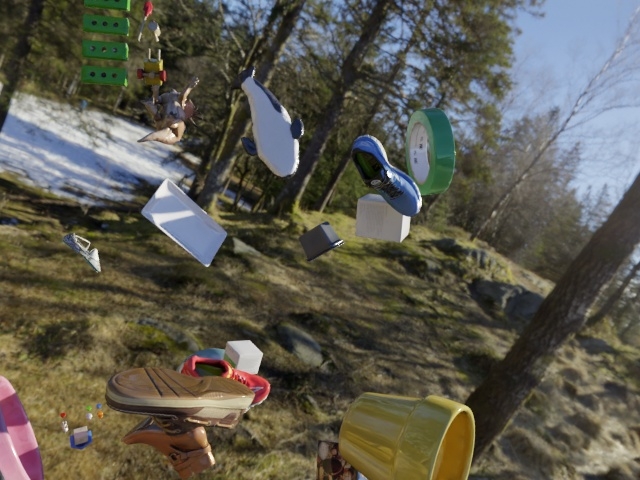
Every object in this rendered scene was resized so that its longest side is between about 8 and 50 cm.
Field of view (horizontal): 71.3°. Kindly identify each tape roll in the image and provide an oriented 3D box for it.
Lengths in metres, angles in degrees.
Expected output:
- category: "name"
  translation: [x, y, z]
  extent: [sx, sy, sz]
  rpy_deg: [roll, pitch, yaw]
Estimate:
- category: "tape roll"
  translation: [0.409, -0.335, 1.694]
  extent: [0.077, 0.321, 0.321]
  rpy_deg: [-7, 15, -6]

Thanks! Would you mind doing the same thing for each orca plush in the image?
- category: "orca plush"
  translation: [-0.134, -0.275, 1.112]
  extent: [0.287, 0.151, 0.102]
  rpy_deg: [51, -2, 6]

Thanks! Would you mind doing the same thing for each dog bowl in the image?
- category: "dog bowl"
  translation: [-0.875, 0.546, 1.183]
  extent: [0.150, 0.408, 0.408]
  rpy_deg: [-21, 37, -30]

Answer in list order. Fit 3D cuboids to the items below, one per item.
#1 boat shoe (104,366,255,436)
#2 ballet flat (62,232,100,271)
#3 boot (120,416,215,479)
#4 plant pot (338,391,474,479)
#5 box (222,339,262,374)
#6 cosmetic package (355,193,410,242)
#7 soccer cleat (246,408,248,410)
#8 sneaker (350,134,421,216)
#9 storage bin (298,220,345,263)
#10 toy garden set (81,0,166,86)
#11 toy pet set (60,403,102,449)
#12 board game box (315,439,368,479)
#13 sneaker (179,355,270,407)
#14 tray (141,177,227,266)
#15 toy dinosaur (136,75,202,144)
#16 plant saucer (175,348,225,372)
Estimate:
- category: "boat shoe"
  translation: [-0.286, 0.347, 0.915]
  extent: [0.123, 0.123, 0.342]
  rpy_deg: [23, -3, 38]
- category: "ballet flat"
  translation: [-0.558, 0.026, 1.063]
  extent: [0.114, 0.041, 0.041]
  rpy_deg: [53, -3, -25]
- category: "boot"
  translation: [-0.497, 0.678, 1.465]
  extent: [0.109, 0.283, 0.220]
  rpy_deg: [-64, 130, -80]
- category: "plant pot"
  translation: [0.183, 0.455, 0.990]
  extent: [0.239, 0.254, 0.254]
  rpy_deg: [9, -5, 39]
- category: "box"
  translation: [-0.284, 0.426, 1.617]
  extent: [0.102, 0.087, 0.101]
  rpy_deg: [8, 14, -41]
- category: "cosmetic package"
  translation: [0.249, -0.092, 1.751]
  extent: [0.184, 0.151, 0.151]
  rpy_deg: [10, 17, 21]
- category: "soccer cleat"
  translation: [-0.255, 0.565, 1.508]
  extent: [0.029, 0.035, 0.083]
  rpy_deg: [32, 12, 12]
- category: "sneaker"
  translation: [0.211, -0.200, 1.518]
  extent: [0.330, 0.130, 0.147]
  rpy_deg: [47, 36, -7]
- category: "storage bin"
  translation: [0.000, 0.000, 1.450]
  extent: [0.098, 0.135, 0.091]
  rpy_deg: [-26, 88, -53]
- category: "toy garden set"
  translation: [-0.510, -0.520, 1.173]
  extent: [0.204, 0.244, 0.049]
  rpy_deg: [1, -3, -8]
- category: "toy pet set"
  translation: [-0.785, 0.620, 1.473]
  extent: [0.122, 0.065, 0.114]
  rpy_deg: [-4, 37, -33]
- category: "board game box"
  translation: [0.052, 0.649, 1.140]
  extent: [0.042, 0.243, 0.165]
  rpy_deg: [20, -27, -35]
- category: "sneaker"
  translation: [-0.274, 0.411, 1.308]
  extent: [0.279, 0.118, 0.107]
  rpy_deg: [19, 44, -16]
- category: "tray"
  translation: [-0.418, -0.050, 1.382]
  extent: [0.030, 0.145, 0.270]
  rpy_deg: [-10, -45, 40]
- category: "toy dinosaur"
  translation: [-0.451, -0.373, 1.367]
  extent: [0.127, 0.296, 0.200]
  rpy_deg: [13, -28, -2]
- category: "plant saucer"
  translation: [-0.447, 0.604, 1.829]
  extent: [0.317, 0.317, 0.044]
  rpy_deg: [26, 1, -11]
